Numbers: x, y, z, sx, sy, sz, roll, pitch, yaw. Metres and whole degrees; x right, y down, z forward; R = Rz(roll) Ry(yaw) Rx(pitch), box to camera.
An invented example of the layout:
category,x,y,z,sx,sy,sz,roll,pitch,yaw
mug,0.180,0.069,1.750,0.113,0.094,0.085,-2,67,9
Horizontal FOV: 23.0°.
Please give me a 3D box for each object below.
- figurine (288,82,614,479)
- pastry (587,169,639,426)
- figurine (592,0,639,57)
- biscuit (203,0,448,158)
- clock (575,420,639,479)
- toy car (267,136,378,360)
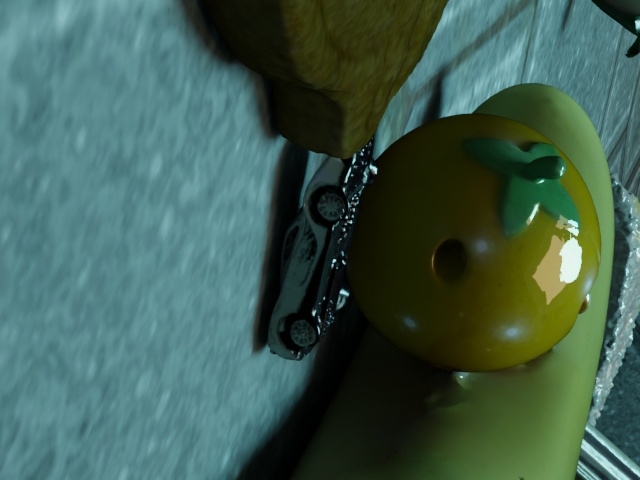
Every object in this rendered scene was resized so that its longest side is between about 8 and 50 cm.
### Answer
category,x,y,z,sx,sy,sz,roll,pitch,yaw
figurine,0.062,0.043,0.695,0.222,0.124,0.325,81,25,-50
pastry,0.209,0.073,1.307,0.112,0.102,0.265,25,85,-58
figurine,0.230,-0.205,1.134,0.178,0.114,0.145,-15,126,-61
biscuit,0.032,-0.166,0.507,0.257,0.049,0.273,73,36,-65
clock,0.143,0.154,0.878,0.071,0.192,0.147,-46,-162,9
toy car,0.000,0.000,0.585,0.041,0.025,0.093,-47,152,-65
